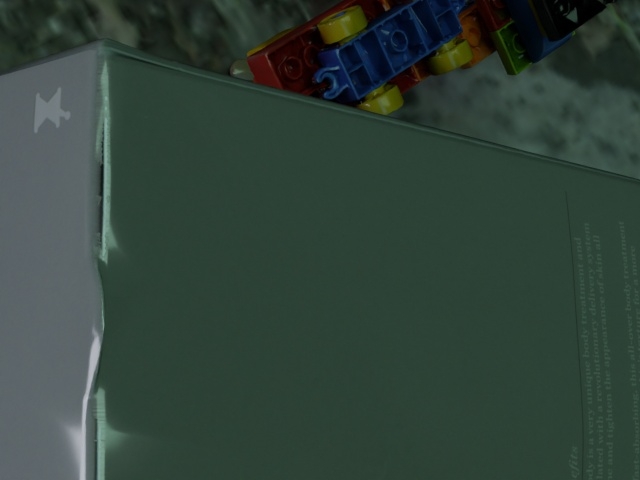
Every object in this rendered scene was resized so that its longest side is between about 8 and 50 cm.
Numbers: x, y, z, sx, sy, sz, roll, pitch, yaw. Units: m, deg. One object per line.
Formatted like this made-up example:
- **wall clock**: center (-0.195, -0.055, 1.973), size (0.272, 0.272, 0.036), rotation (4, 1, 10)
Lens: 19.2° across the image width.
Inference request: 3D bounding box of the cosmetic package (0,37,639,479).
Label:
- **cosmetic package**: center (0.000, 0.036, 0.499), size (0.238, 0.107, 0.127), rotation (12, 75, -43)

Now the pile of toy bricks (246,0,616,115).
- **pile of toy bricks**: center (0.029, -0.107, 0.604), size (0.212, 0.105, 0.118), rotation (-34, 106, -35)

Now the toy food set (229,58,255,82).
- **toy food set**: center (0.000, 0.000, 0.604), size (0.078, 0.019, 0.122), rotation (6, 72, -22)
